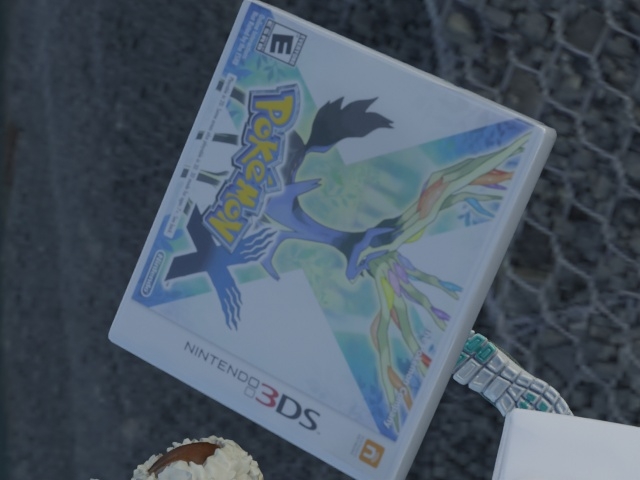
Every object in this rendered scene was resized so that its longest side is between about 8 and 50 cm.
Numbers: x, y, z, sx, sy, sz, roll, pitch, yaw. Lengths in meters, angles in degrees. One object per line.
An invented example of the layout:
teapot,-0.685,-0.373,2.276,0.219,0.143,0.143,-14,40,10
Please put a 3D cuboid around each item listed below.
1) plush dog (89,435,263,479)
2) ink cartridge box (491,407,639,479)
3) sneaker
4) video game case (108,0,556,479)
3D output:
plush dog,-0.125,0.279,1.080,0.210,0.225,0.262,53,141,-9
ink cartridge box,0.169,0.203,0.819,0.171,0.232,0.168,7,70,15
sneaker,0.195,0.150,1.633,0.065,0.076,0.166,-46,78,10
video game case,0.000,0.000,1.387,0.300,0.036,0.329,26,99,23
